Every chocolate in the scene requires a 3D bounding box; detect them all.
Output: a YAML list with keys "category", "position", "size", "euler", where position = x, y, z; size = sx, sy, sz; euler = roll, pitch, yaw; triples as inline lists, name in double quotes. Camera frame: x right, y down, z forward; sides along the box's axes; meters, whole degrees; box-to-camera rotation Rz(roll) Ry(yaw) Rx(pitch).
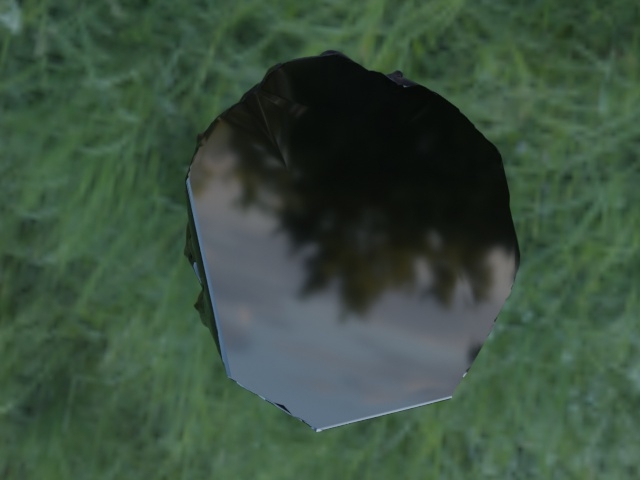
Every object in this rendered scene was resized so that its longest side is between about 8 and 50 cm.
- category: "chocolate"
  position: [0.000, 0.000, 1.048]
  size: [0.206, 0.224, 0.177]
  euler: [-11, 179, -19]
